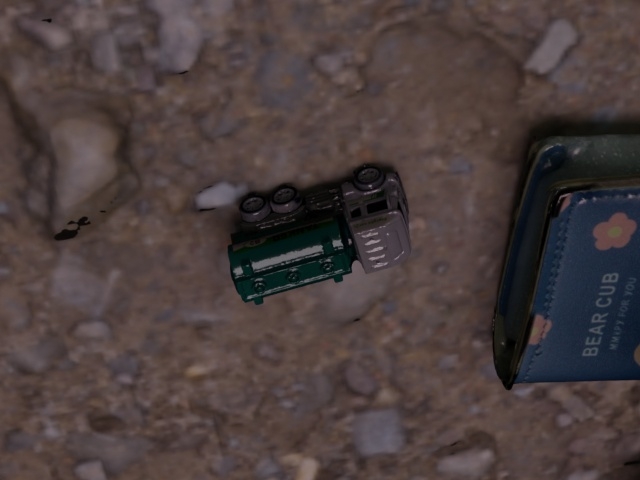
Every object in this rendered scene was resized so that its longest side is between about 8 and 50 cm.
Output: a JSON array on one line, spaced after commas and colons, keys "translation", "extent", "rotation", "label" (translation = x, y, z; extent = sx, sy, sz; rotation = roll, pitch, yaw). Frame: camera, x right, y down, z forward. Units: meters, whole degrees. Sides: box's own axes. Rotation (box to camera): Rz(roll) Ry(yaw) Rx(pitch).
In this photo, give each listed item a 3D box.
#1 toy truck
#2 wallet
[{"translation": [0.000, 0.000, 0.820], "extent": [0.083, 0.044, 0.039], "rotation": [-15, 130, 3], "label": "toy truck"}, {"translation": [0.188, 0.008, 0.847], "extent": [0.202, 0.059, 0.141], "rotation": [0, 133, -6], "label": "wallet"}]
